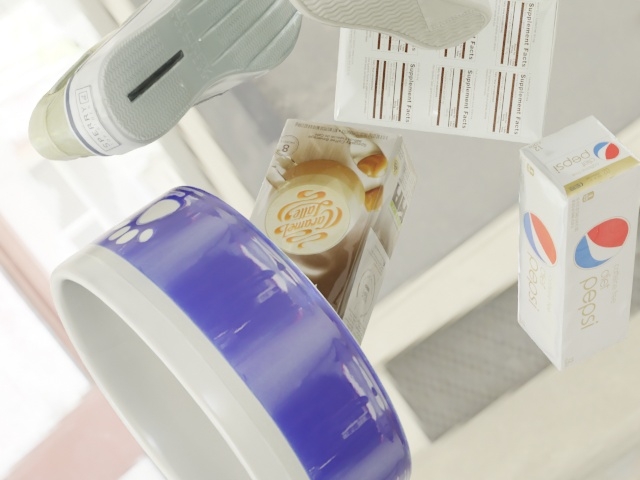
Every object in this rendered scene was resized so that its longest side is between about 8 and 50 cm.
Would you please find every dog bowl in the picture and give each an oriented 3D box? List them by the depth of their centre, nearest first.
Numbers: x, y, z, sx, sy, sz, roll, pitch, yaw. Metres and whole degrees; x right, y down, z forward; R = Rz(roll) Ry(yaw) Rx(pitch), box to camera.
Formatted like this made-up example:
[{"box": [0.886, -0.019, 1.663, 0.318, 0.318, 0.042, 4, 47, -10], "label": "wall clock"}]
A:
[{"box": [-0.062, 0.097, 1.080, 0.104, 0.265, 0.265, -38, 5, -19], "label": "dog bowl"}]

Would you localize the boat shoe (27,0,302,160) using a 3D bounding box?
[{"box": [-0.117, -0.151, 1.238, 0.094, 0.109, 0.302, -11, 19, 35], "label": "boat shoe"}]

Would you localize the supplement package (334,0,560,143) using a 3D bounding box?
[{"box": [0.132, -0.205, 1.592, 0.203, 0.149, 0.194, 7, 24, 7], "label": "supplement package"}]

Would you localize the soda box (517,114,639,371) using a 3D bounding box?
[{"box": [0.209, 0.006, 1.306, 0.074, 0.069, 0.216, -25, -41, -16], "label": "soda box"}]

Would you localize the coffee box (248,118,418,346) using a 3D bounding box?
[{"box": [0.000, 0.000, 1.760, 0.098, 0.141, 0.246, 64, -140, -56], "label": "coffee box"}]

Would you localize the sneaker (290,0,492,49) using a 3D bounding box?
[{"box": [0.024, -0.237, 1.180, 0.094, 0.151, 0.256, -30, -23, 24], "label": "sneaker"}]
